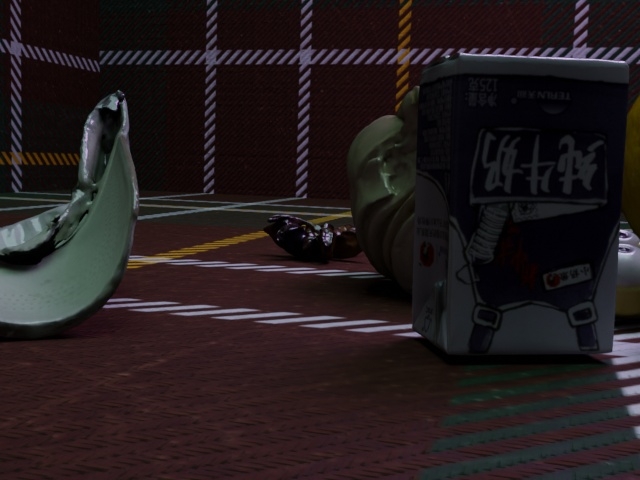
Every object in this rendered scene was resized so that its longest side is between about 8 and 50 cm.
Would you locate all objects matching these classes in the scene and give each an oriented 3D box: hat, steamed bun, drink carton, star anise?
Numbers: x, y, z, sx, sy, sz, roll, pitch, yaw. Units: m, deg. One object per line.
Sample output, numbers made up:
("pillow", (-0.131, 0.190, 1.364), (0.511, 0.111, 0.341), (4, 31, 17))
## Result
("hat", (-0.260, 0.004, 0.733), (0.257, 0.168, 0.301), (-23, 38, -16))
("steamed bun", (0.176, -0.040, 0.869), (0.288, 0.204, 0.276), (-7, -24, 15))
("drink carton", (0.148, -0.026, 0.615), (0.134, 0.223, 0.102), (0, 5, -11))
("star anise", (0.000, 0.000, 1.161), (0.167, 0.057, 0.168), (11, 7, -1))

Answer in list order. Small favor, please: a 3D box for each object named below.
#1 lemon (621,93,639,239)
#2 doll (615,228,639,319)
("lemon", (0.510, -0.089, 0.889), (0.347, 0.348, 0.348), (2, 6, 0))
("doll", (0.359, 0.039, 0.736), (0.290, 0.086, 0.117), (4, 23, 15))
